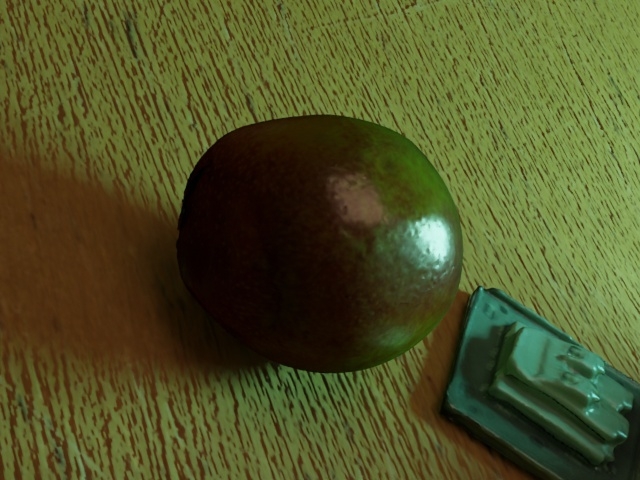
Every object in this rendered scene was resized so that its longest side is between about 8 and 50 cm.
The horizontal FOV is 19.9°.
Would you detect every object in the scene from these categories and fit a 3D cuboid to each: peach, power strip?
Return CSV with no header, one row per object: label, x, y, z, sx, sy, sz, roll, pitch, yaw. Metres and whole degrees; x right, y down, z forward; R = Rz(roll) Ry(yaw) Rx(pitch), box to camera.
peach,0.000,0.000,1.477,0.231,0.231,0.231,23,39,-20
power strip,0.220,0.136,1.648,0.213,0.064,0.198,32,35,-8
